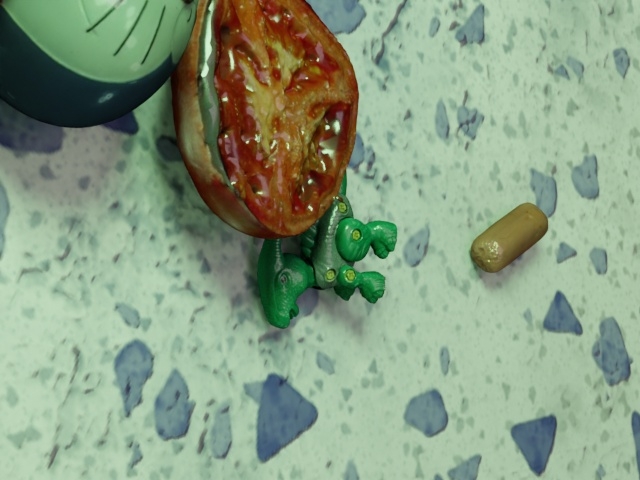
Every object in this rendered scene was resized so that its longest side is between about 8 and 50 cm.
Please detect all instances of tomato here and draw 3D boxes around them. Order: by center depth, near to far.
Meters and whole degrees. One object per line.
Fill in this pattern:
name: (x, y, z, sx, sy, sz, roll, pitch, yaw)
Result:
tomato: (-0.056, -0.088, 1.230, 0.166, 0.082, 0.174, 42, 52, -39)

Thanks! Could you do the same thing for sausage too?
sausage: (0.152, -0.002, 1.472, 0.083, 0.034, 0.034, -35, 109, -42)

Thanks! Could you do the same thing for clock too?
clock: (-0.179, -0.169, 1.070, 0.243, 0.146, 0.199, 30, 68, -35)

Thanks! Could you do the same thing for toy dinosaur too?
toy dinosaur: (0.000, 0.000, 1.299, 0.096, 0.059, 0.132, 12, 84, -39)
